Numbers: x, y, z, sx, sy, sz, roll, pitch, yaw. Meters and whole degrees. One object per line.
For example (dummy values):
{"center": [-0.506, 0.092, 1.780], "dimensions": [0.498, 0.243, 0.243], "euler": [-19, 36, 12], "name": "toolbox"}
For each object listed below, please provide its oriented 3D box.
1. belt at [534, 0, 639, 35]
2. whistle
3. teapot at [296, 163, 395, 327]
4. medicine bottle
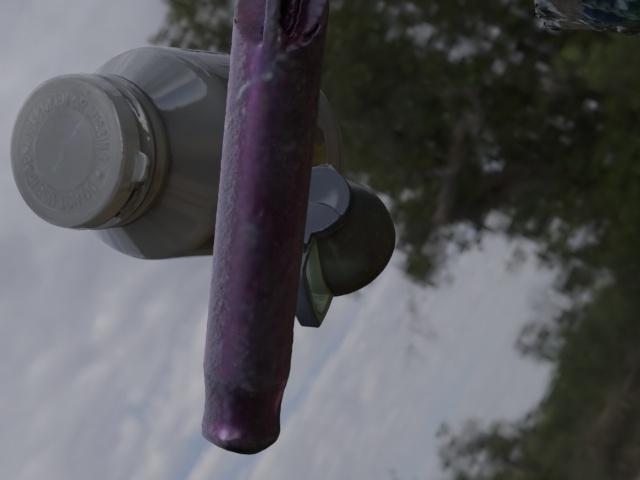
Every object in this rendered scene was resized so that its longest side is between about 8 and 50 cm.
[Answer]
{"center": [0.189, -0.213, 0.848], "dimensions": [0.295, 0.160, 0.207], "euler": [82, -160, -44], "name": "belt"}
{"center": [-0.020, -0.012, 0.594], "dimensions": [0.033, 0.033, 0.177], "euler": [-39, -42, -68], "name": "whistle"}
{"center": [0.000, 0.000, 0.946], "dimensions": [0.057, 0.066, 0.088], "euler": [59, -138, -53], "name": "teapot"}
{"center": [-0.091, -0.055, 1.117], "dimensions": [0.215, 0.135, 0.135], "euler": [-3, -57, -57], "name": "medicine bottle"}
